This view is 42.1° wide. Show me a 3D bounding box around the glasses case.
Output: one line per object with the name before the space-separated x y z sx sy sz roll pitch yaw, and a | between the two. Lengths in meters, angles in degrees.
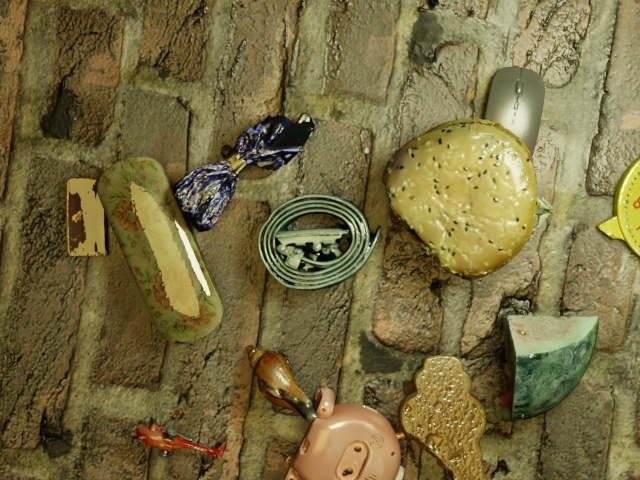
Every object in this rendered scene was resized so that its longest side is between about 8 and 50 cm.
glasses case | -0.347 0.020 1.817 0.157 0.098 0.425 -23 92 0

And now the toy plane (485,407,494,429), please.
toy plane | 0.343 0.391 1.834 0.080 0.033 0.083 -41 90 -6

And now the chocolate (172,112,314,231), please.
chocolate | -0.164 -0.173 1.791 0.343 0.126 0.148 -39 49 1

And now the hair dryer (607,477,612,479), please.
hair dryer | 0.562 0.680 1.823 0.173 0.107 0.357 23 86 1

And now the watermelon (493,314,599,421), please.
watermelon | 0.431 0.246 1.746 0.320 0.290 0.213 -49 60 17

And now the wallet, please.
wallet | -0.519 -0.053 1.859 0.095 0.026 0.176 -1 94 -3

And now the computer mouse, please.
computer mouse | 0.408 -0.255 1.778 0.120 0.057 0.232 12 95 2

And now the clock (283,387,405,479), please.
clock | 0.066 0.470 1.805 0.241 0.142 0.227 25 95 -2

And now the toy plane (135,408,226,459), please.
toy plane | -0.317 0.459 1.860 0.194 0.077 0.126 38 104 -9

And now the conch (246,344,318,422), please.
conch | -0.095 0.303 1.796 0.086 0.080 0.232 -43 48 16

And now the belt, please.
belt | 0.000 0.000 1.788 0.268 0.116 0.206 -15 88 7

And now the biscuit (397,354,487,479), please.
biscuit | 0.275 0.407 1.794 0.184 0.047 0.319 -25 83 -3

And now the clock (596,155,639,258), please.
clock | 0.767 -0.067 1.762 0.277 0.071 0.293 31 94 1

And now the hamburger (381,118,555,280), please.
hamburger | 0.309 -0.106 1.703 0.318 0.195 0.277 47 113 3
